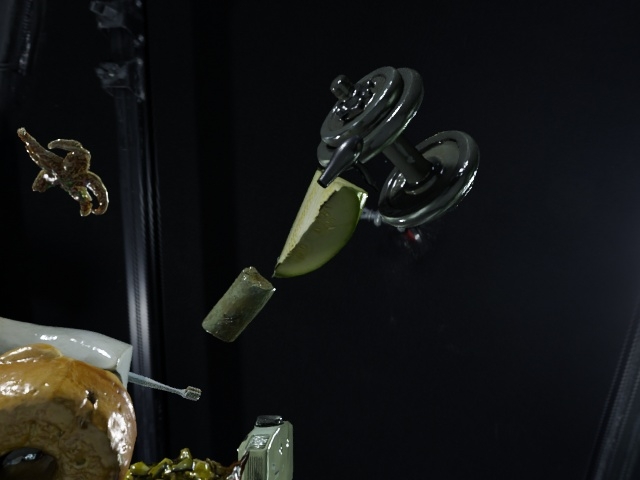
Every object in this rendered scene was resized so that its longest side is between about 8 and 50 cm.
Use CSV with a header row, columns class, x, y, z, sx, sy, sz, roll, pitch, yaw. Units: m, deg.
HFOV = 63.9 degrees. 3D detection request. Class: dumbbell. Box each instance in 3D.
class,x,y,z,sx,sy,sz,roll,pitch,yaw
dumbbell,0.118,-0.138,0.782,0.192,0.192,0.290,-44,-63,11

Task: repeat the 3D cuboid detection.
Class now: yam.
class,x,y,z,sx,sy,sz,roll,pitch,yaw
yam,-0.088,0.071,0.540,0.043,0.043,0.094,40,-70,0

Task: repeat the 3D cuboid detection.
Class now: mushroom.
class,x,y,z,sx,sy,sz,roll,pitch,yaw
mushroom,-0.597,0.227,1.076,0.397,0.177,0.126,12,-125,-3

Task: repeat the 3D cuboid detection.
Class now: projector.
class,x,y,z,sx,sy,sz,roll,pitch,yaw
projector,-0.130,0.529,1.245,0.088,0.269,0.193,-2,-99,9

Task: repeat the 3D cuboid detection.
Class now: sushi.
class,x,y,z,sx,sy,sz,roll,pitch,yaw
sushi,-0.288,0.488,1.009,0.297,0.167,0.179,2,-87,-10

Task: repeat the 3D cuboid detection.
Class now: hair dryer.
class,x,y,z,sx,sy,sz,roll,pitch,yaw
hair dryer,0.042,-0.080,0.639,0.083,0.031,0.079,43,-105,-27

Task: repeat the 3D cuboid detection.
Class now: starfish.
class,x,y,z,sx,sy,sz,roll,pitch,yaw
starfish,-0.483,-0.132,0.972,0.150,0.053,0.209,-26,-48,15

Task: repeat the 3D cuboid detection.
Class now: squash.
class,x,y,z,sx,sy,sz,roll,pitch,yaw
squash,0.000,0.000,1.009,0.093,0.169,0.252,20,-79,-20

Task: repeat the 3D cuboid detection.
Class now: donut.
class,x,y,z,sx,sy,sz,roll,pitch,yaw
donut,-0.432,0.314,0.744,0.299,0.150,0.317,19,-83,-22

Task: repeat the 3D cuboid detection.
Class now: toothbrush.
class,x,y,z,sx,sy,sz,roll,pitch,yaw
toothbrush,-0.451,0.340,1.263,0.342,0.025,0.030,26,-62,-28

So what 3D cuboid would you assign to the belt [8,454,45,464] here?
class,x,y,z,sx,sy,sz,roll,pitch,yaw
belt,-0.683,0.450,1.140,0.150,0.257,0.207,11,-43,-13
